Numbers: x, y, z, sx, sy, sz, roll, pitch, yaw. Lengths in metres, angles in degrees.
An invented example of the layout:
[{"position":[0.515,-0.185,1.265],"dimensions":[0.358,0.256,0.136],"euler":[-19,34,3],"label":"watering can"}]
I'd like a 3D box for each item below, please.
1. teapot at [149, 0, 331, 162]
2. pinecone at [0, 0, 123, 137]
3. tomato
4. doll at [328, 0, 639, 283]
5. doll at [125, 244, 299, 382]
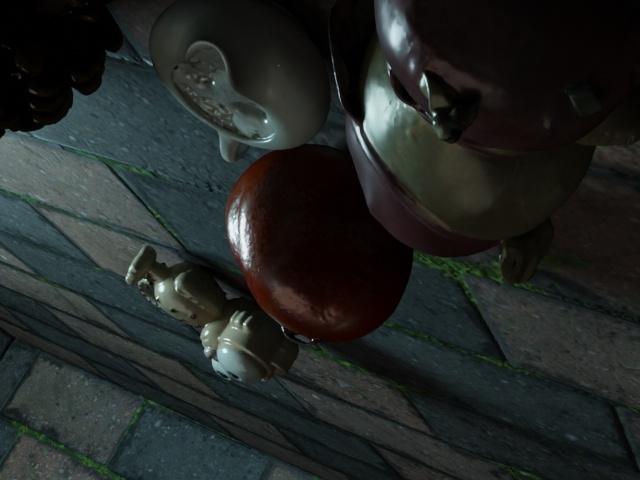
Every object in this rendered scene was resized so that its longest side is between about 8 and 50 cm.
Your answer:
[{"position":[-0.058,-0.124,0.805],"dimensions":[0.145,0.092,0.226],"euler":[29,163,10],"label":"teapot"},{"position":[-0.249,-0.168,0.844],"dimensions":[0.212,0.185,0.168],"euler":[0,135,26],"label":"pinecone"},{"position":[0.000,0.000,0.939],"dimensions":[0.187,0.151,0.187],"euler":[42,-159,-21],"label":"tomato"},{"position":[0.089,-0.093,0.579],"dimensions":[0.152,0.196,0.256],"euler":[-7,160,-10],"label":"doll"},{"position":[-0.159,0.110,1.548],"dimensions":[0.278,0.119,0.154],"euler":[33,159,5],"label":"doll"}]
